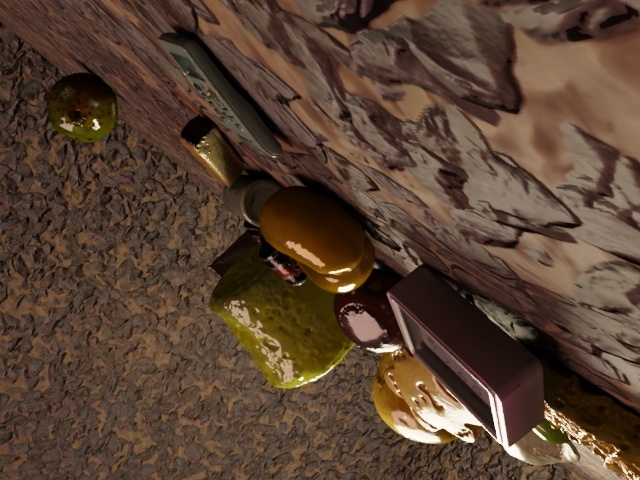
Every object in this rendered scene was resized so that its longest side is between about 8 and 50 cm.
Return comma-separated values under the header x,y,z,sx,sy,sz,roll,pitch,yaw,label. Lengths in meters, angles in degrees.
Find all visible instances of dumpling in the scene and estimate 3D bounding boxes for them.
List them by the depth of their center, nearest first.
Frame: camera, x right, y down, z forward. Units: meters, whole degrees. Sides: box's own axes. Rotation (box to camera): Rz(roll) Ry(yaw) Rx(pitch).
x,y,z,sx,sy,sz,roll,pitch,yaw,label
0.434,0.385,1.122,0.216,0.126,0.167,-120,6,-81,dumpling

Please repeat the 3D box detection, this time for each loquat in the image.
x,y,z,sx,sy,sz,roll,pitch,yaw,label
0.282,0.402,1.445,0.283,0.276,0.276,18,-174,-33,loquat

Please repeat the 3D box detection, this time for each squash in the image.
x,y,z,sx,sy,sz,roll,pitch,yaw,label
0.340,0.258,0.892,0.201,0.066,0.066,44,175,9,squash

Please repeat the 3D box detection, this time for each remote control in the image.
x,y,z,sx,sy,sz,roll,pitch,yaw,label
-0.098,-0.147,0.551,0.061,0.029,0.162,30,166,42,remote control

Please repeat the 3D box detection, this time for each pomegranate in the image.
x,y,z,sx,sy,sz,roll,pitch,yaw,label
-0.679,-0.395,1.577,0.198,0.198,0.246,37,-150,7,pomegranate

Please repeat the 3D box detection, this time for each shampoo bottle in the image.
x,y,z,sx,sy,sz,roll,pitch,yaw,label
-0.138,-0.083,1.035,0.085,0.085,0.262,40,174,-21,shampoo bottle

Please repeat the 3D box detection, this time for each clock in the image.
x,y,z,sx,sy,sz,roll,pitch,yaw,label
0.174,0.139,0.652,0.197,0.063,0.150,45,166,44,clock

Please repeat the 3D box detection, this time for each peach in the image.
x,y,z,sx,sy,sz,roll,pitch,yaw,label
0.000,0.000,0.740,0.179,0.103,0.179,35,172,5,peach

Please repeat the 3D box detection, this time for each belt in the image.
x,y,z,sx,sy,sz,roll,pitch,yaw,label
-0.078,-0.011,1.055,0.094,0.126,0.359,42,175,-18,belt

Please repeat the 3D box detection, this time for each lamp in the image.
x,y,z,sx,sy,sz,roll,pitch,yaw,label
0.103,0.118,0.944,0.156,0.135,0.157,-3,120,35,lamp

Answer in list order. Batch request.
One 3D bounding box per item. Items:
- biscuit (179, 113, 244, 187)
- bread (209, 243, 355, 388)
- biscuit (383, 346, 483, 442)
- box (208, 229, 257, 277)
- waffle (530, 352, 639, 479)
x,y,z,sx,sy,sz,roll,pitch,yaw,label
-0.180,-0.150,0.918,0.052,0.056,0.188,35,173,14,biscuit
-0.081,0.153,1.300,0.308,0.348,0.348,43,173,-17,bread
0.259,0.319,1.154,0.275,0.052,0.355,51,151,6,biscuit
-0.183,0.102,1.627,0.225,0.190,0.297,44,171,1,box
0.316,0.212,0.676,0.211,0.055,0.160,35,172,35,waffle
